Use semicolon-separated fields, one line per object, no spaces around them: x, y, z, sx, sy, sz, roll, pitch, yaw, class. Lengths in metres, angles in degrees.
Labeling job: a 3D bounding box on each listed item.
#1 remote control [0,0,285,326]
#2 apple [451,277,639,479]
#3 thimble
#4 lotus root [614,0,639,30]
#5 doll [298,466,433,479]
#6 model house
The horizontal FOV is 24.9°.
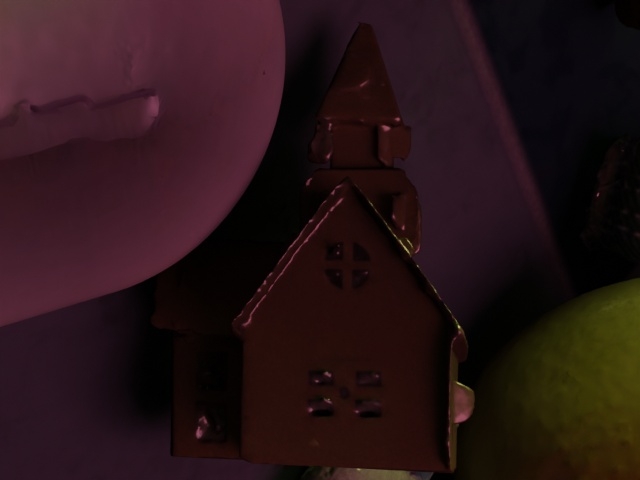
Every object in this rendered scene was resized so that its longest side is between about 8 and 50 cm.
-0.152;-0.061;0.663;0.332;0.103;0.221;-16;122;-35;remote control
0.253;0.173;0.953;0.295;0.233;0.258;19;121;-31;apple
0.259;-0.019;1.013;0.135;0.118;0.090;8;100;-41;thimble
0.300;-0.207;0.915;0.234;0.138;0.119;-18;123;2;lotus root
0.019;0.192;0.919;0.103;0.071;0.214;22;82;-35;doll
0.000;0.000;0.799;0.181;0.176;0.248;56;36;-79;model house
